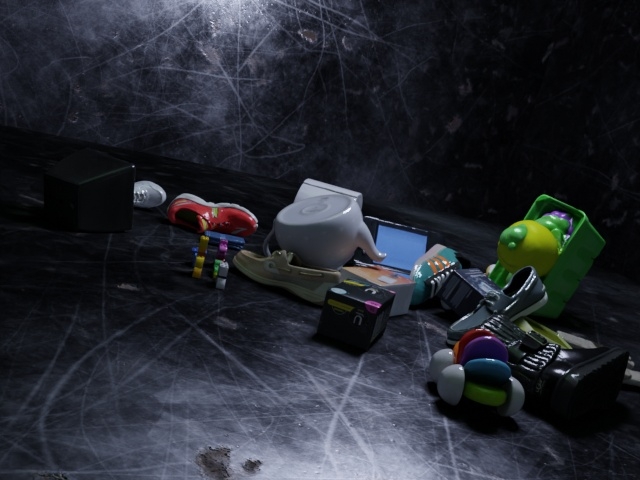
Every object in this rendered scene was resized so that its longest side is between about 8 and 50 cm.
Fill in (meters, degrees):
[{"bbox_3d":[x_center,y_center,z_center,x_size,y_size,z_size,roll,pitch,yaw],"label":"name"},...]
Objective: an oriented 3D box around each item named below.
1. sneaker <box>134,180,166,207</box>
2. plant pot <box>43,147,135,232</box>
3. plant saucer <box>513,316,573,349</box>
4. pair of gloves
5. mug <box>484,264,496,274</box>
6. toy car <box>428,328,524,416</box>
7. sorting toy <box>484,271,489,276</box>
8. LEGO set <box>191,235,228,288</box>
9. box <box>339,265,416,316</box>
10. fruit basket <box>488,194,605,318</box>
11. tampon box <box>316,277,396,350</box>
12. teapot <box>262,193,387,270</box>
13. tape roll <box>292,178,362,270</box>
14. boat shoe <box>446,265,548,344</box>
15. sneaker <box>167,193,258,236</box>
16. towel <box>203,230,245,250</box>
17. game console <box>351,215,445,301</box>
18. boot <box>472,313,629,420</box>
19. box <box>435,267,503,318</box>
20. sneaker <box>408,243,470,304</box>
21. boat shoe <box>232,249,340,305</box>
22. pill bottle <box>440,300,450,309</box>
[{"bbox_3d":[-0.603,-0.136,2.177,0.232,0.090,0.115,4,19,-6],"label":"sneaker"},{"bbox_3d":[-0.615,-0.118,1.829,0.188,0.187,0.167,20,25,23],"label":"plant pot"},{"bbox_3d":[0.545,0.244,1.711,0.188,0.045,0.188,29,12,-9],"label":"plant saucer"},{"bbox_3d":[0.717,0.308,1.769,0.204,0.042,0.240,17,13,-4],"label":"pair of gloves"},{"bbox_3d":[0.618,0.130,2.514,0.062,0.078,0.064,48,25,3],"label":"mug"},{"bbox_3d":[0.301,0.240,1.317,0.159,0.136,0.182,14,11,-5],"label":"toy car"},{"bbox_3d":[0.566,0.138,2.395,0.274,0.046,0.132,6,14,-36],"label":"sorting toy"},{"bbox_3d":[-0.269,0.034,1.701,0.087,0.093,0.227,12,12,-13],"label":"LEGO set"},{"bbox_3d":[0.138,0.128,1.773,0.130,0.091,0.170,22,14,35],"label":"box"},{"bbox_3d":[0.647,0.037,2.151,0.392,0.392,0.283,10,16,-21],"label":"fruit basket"},{"bbox_3d":[0.081,0.157,1.529,0.120,0.101,0.161,17,12,16],"label":"tampon box"},{"bbox_3d":[0.000,0.000,1.853,0.252,0.187,0.256,-21,23,-20],"label":"teapot"},{"bbox_3d":[0.009,-0.046,2.076,0.169,0.246,0.246,16,11,11],"label":"tape roll"},{"bbox_3d":[0.424,0.158,1.707,0.319,0.099,0.116,-23,15,-27],"label":"boat shoe"},{"bbox_3d":[-0.333,-0.055,2.126,0.279,0.107,0.118,12,30,2],"label":"sneaker"},{"bbox_3d":[-0.281,0.000,2.025,0.119,0.029,0.067,12,12,-11],"label":"towel"},{"bbox_3d":[0.257,0.054,2.120,0.293,0.250,0.173,13,-15,-11],"label":"game console"},{"bbox_3d":[0.489,0.255,1.502,0.348,0.131,0.260,4,14,-46],"label":"boot"},{"bbox_3d":[0.426,0.158,1.893,0.158,0.093,0.156,44,25,28],"label":"box"},{"bbox_3d":[0.337,0.100,1.974,0.121,0.108,0.302,17,32,24],"label":"sneaker"},{"bbox_3d":[-0.084,0.070,1.752,0.302,0.098,0.109,21,13,28],"label":"boat shoe"},{"bbox_3d":[0.379,0.172,1.991,0.043,0.043,0.083,22,13,32],"label":"pill bottle"}]
